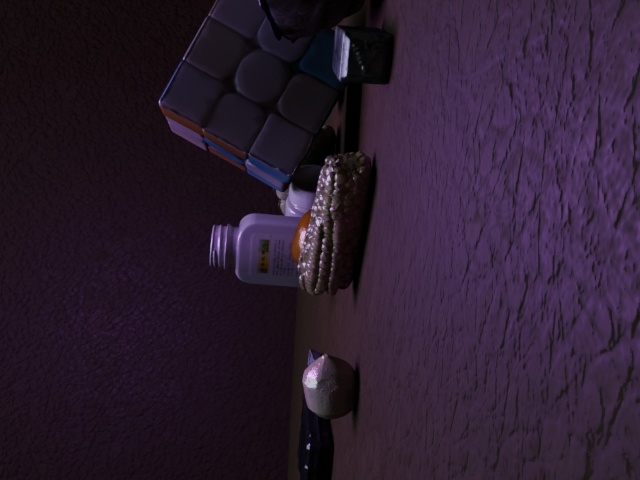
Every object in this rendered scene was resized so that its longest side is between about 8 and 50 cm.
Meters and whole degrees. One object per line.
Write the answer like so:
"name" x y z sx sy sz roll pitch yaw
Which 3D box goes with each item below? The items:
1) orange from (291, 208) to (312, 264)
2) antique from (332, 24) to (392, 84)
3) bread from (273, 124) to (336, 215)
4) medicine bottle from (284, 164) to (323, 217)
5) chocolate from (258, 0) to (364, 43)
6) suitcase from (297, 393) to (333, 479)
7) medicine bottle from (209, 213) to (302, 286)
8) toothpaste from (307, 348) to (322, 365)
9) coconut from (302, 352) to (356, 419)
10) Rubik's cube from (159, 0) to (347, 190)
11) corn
"orange" 0.000 0.000 1.833 0.156 0.124 0.156 -159 90 -86
"antique" 0.072 -0.333 1.396 0.183 0.088 0.086 -99 12 -71
"bread" -0.046 -0.203 2.167 0.286 0.056 0.207 -65 -25 -2
"medicine bottle" -0.028 -0.069 2.108 0.144 0.145 0.252 -91 5 -45
"chocolate" 0.015 -0.545 1.513 0.303 0.213 0.303 -3 -90 -68
"suitcase" -0.017 0.525 1.954 0.285 0.066 0.206 -101 15 -74
"medicine bottle" -0.119 0.025 2.016 0.124 0.324 0.179 -96 11 -62
"toothpaste" -0.010 0.342 2.191 0.196 0.040 0.047 178 100 -85
"coconut" 0.018 0.273 1.502 0.110 0.110 0.124 -102 9 -74
"Rubik's cube" -0.142 -0.351 1.851 0.347 0.347 0.344 -60 5 -6
"corn" 0.032 -0.025 1.536 0.126 0.127 0.335 -91 10 -45
